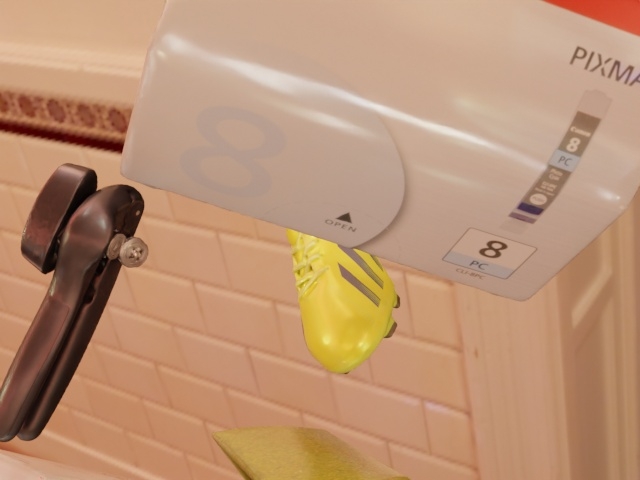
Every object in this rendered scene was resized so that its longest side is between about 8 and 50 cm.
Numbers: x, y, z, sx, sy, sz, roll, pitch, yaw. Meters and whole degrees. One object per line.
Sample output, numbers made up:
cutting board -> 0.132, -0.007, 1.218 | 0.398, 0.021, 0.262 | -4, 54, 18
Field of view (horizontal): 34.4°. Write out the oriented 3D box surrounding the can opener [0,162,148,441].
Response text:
can opener -> -0.165, 0.045, 0.673 | 0.073, 0.186, 0.059 | 21, 5, 31

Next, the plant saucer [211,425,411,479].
plant saucer -> 0.039, 0.153, 0.434 | 0.045, 0.188, 0.188 | -37, 7, -13

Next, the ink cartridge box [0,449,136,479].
ink cartridge box -> -0.163, 0.269, 0.786 | 0.168, 0.233, 0.171 | -2, 69, 52

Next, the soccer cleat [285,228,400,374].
soccer cleat -> -0.001, 0.000, 0.910 | 0.093, 0.121, 0.289 | -36, 31, 22

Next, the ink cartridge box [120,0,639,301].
ink cartridge box -> 0.066, -0.117, 0.592 | 0.308, 0.385, 0.091 | 18, 59, -8
